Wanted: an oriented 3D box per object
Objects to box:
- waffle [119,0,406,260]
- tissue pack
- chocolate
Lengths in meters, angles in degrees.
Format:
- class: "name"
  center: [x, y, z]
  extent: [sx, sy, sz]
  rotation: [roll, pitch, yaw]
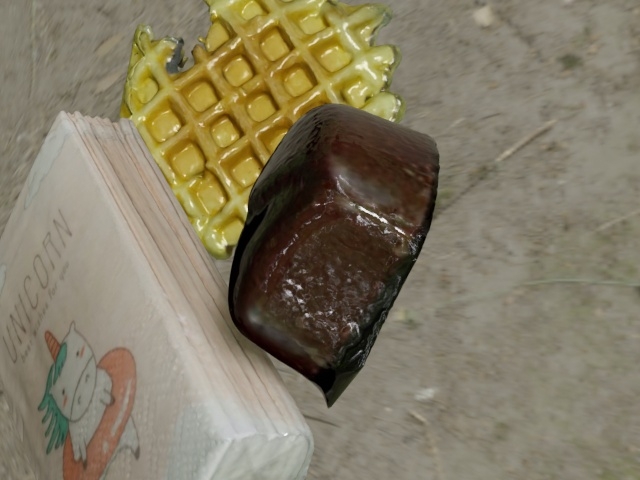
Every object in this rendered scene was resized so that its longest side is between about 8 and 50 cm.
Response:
- class: "waffle"
  center: [-0.054, -0.110, 1.418]
  extent: [0.250, 0.056, 0.261]
  rotation: [8, 77, 12]
- class: "tissue pack"
  center: [-0.116, 0.074, 0.962]
  extent: [0.071, 0.325, 0.170]
  rotation: [10, 119, -32]
- class: "chocolate"
  center: [0.000, 0.000, 0.823]
  extent: [0.080, 0.125, 0.148]
  rotation: [23, 82, -7]
